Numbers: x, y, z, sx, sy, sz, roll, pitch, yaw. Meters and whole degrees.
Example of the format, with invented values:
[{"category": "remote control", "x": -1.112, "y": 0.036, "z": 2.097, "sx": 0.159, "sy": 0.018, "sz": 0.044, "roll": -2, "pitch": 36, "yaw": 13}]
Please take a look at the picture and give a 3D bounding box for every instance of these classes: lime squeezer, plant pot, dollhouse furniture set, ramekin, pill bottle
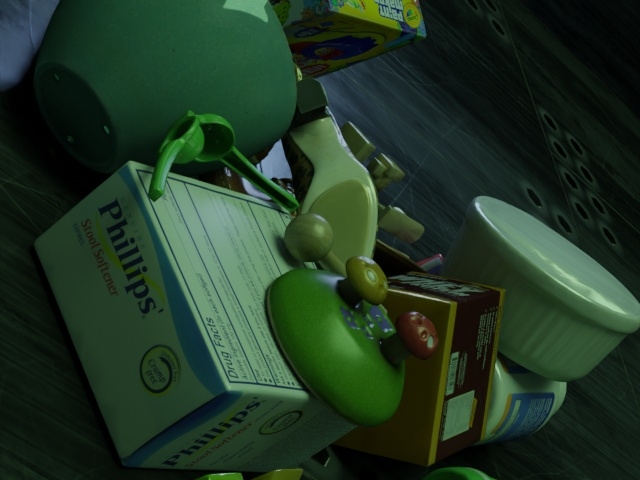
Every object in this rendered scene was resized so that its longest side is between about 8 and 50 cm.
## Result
[{"category": "lime squeezer", "x": -0.122, "y": -0.079, "z": 1.602, "sx": 0.310, "sy": 0.059, "sz": 0.110, "roll": 2, "pitch": 69, "yaw": -67}, {"category": "plant pot", "x": -0.197, "y": -0.181, "z": 1.735, "sx": 0.195, "sy": 0.290, "sz": 0.290, "roll": -38, "pitch": 91, "yaw": -33}, {"category": "dollhouse furniture set", "x": 0.063, "y": -0.049, "z": 2.185, "sx": 0.151, "sy": 0.144, "sz": 0.123, "roll": 50, "pitch": 13, "yaw": 32}, {"category": "ramekin", "x": 0.274, "y": 0.069, "z": 2.043, "sx": 0.273, "sy": 0.127, "sz": 0.273, "roll": 32, "pitch": 15, "yaw": -9}, {"category": "pill bottle", "x": 0.225, "y": 0.193, "z": 2.098, "sx": 0.272, "sy": 0.152, "sz": 0.152, "roll": 8, "pitch": 49, "yaw": -60}]

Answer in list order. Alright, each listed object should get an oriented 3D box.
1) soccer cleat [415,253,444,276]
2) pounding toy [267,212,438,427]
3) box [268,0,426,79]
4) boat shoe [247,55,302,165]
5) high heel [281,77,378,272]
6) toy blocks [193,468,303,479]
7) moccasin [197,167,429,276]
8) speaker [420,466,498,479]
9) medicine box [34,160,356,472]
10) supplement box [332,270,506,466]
[{"category": "soccer cleat", "x": 0.213, "y": 0.115, "z": 2.230, "sx": 0.318, "sy": 0.116, "sz": 0.108, "roll": 31, "pitch": 31, "yaw": -41}, {"category": "pounding toy", "x": 0.047, "y": 0.068, "z": 1.609, "sx": 0.183, "sy": 0.110, "sz": 0.237, "roll": 42, "pitch": 25, "yaw": -25}, {"category": "box", "x": -0.058, "y": -0.322, "z": 2.093, "sx": 0.290, "sy": 0.279, "sz": 0.177, "roll": 0, "pitch": 75, "yaw": -62}, {"category": "boat shoe", "x": -0.074, "y": -0.179, "z": 2.002, "sx": 0.324, "sy": 0.120, "sz": 0.122, "roll": 51, "pitch": 15, "yaw": -83}, {"category": "high heel", "x": 0.010, "y": -0.048, "z": 1.832, "sx": 0.186, "sy": 0.093, "sz": 0.261, "roll": 110, "pitch": -32, "yaw": -81}, {"category": "toy blocks", "x": -0.102, "y": 0.341, "z": 1.274, "sx": 0.381, "sy": 0.191, "sz": 0.261, "roll": 10, "pitch": 58, "yaw": -59}, {"category": "moccasin", "x": 0.000, "y": 0.002, "z": 1.949, "sx": 0.380, "sy": 0.147, "sz": 0.139, "roll": 37, "pitch": 30, "yaw": -33}, {"category": "speaker", "x": 0.229, "y": 0.358, "z": 1.902, "sx": 0.296, "sy": 0.131, "sz": 0.131, "roll": 27, "pitch": 34, "yaw": -46}, {"category": "medicine box", "x": -0.110, "y": 0.087, "z": 1.616, "sx": 0.289, "sy": 0.149, "sz": 0.263, "roll": 14, "pitch": 44, "yaw": -55}, {"category": "supplement box", "x": 0.117, "y": 0.145, "z": 1.871, "sx": 0.194, "sy": 0.129, "sz": 0.191, "roll": -6, "pitch": 105, "yaw": -65}]
